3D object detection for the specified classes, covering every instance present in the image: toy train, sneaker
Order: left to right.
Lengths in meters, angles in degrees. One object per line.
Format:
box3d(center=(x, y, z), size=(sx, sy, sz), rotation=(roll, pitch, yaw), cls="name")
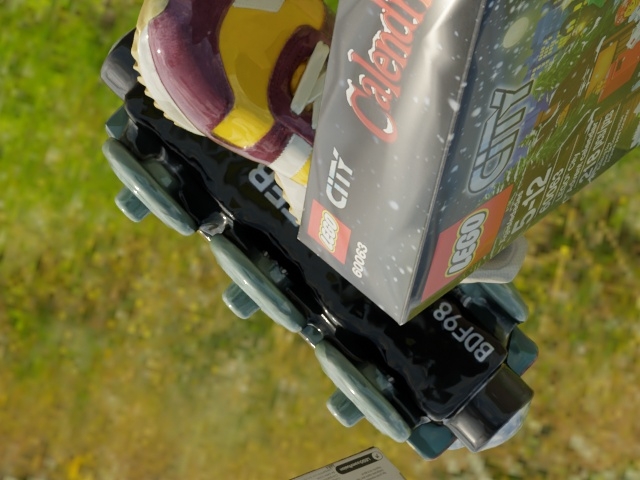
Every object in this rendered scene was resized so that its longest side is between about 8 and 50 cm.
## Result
box3d(center=(0.000, 0.000, 1.096), size=(0.334, 0.142, 0.190), rotation=(44, 178, 8), cls="toy train")
box3d(center=(0.012, -0.041, 0.613), size=(0.084, 0.069, 0.185), rotation=(17, 166, 35), cls="sneaker")

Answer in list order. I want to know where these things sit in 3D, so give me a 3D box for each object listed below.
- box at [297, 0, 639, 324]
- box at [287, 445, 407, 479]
box3d(center=(0.076, -0.100, 0.456), size=(0.044, 0.159, 0.233), rotation=(39, 145, 22), cls="box")
box3d(center=(-0.019, 0.171, 0.817), size=(0.207, 0.036, 0.114), rotation=(-15, -131, -39), cls="box")
